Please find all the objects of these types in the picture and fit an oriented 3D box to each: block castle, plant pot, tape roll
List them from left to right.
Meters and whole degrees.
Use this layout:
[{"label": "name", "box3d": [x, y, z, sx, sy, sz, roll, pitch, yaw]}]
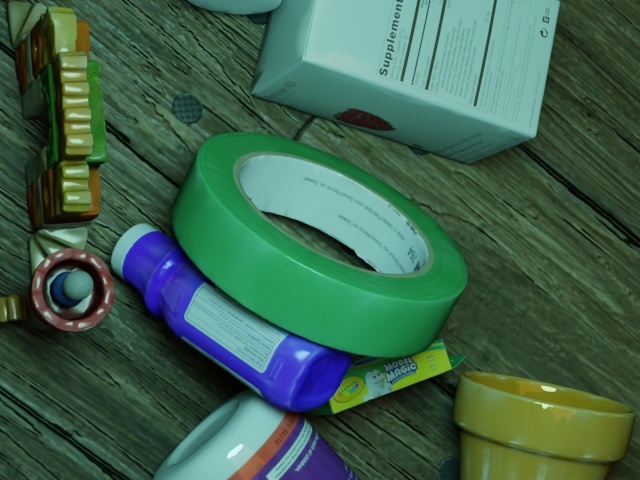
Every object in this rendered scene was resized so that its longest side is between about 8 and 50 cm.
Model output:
[{"label": "block castle", "box3d": [-0.377, -0.116, 1.713, 0.303, 0.213, 0.453, -3, 83, -23]}, {"label": "tape roll", "box3d": [0.000, 0.000, 1.803, 0.321, 0.321, 0.077, 20, 113, -18]}, {"label": "plant pot", "box3d": [0.241, 0.264, 1.922, 0.205, 0.205, 0.188, 11, 93, -20]}]

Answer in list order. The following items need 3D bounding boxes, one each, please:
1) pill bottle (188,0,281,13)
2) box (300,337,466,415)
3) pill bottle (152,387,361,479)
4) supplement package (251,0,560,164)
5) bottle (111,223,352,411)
[{"label": "pill bottle", "box3d": [-0.090, -0.403, 1.907, 0.152, 0.152, 0.272, 8, 78, -21]}, {"label": "box", "box3d": [0.067, 0.152, 1.908, 0.179, 0.105, 0.043, -16, 90, -24]}, {"label": "pill bottle", "box3d": [-0.019, 0.323, 1.804, 0.181, 0.181, 0.323, -45, 99, -22]}, {"label": "supplement package", "box3d": [0.096, -0.222, 1.939, 0.293, 0.177, 0.175, 17, 76, -18]}, {"label": "bottle", "box3d": [-0.102, 0.075, 1.785, 0.118, 0.283, 0.092, 3, 116, -58]}]
